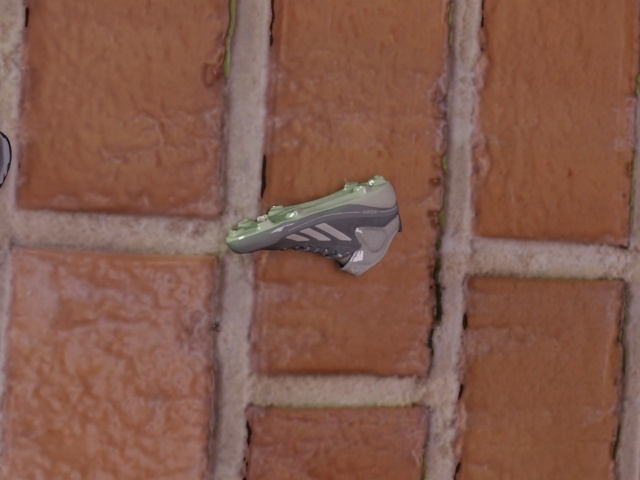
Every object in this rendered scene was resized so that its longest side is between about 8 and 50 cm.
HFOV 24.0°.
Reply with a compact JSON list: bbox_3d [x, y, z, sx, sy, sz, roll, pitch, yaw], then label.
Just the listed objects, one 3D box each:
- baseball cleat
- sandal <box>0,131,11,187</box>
[{"bbox_3d":[0.000,0.000,1.680,0.206,0.072,0.109,-19,105,-16],"label":"baseball cleat"},{"bbox_3d":[-0.433,-0.057,1.522,0.254,0.054,0.097,-14,96,-20],"label":"sandal"}]
